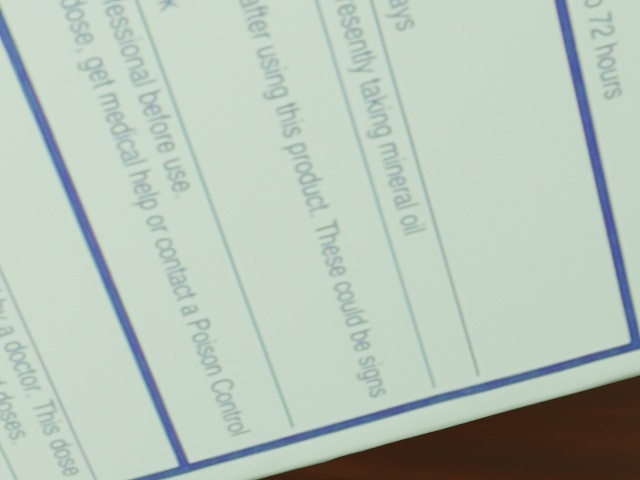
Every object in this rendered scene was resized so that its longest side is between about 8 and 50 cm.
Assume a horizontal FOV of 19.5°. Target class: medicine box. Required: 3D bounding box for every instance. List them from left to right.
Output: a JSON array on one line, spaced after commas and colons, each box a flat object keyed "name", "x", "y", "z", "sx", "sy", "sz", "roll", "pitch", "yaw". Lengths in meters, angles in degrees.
[{"name": "medicine box", "x": -0.023, "y": -0.092, "z": 0.431, "sx": 0.289, "sy": 0.149, "sz": 0.263, "roll": -16, "pitch": 124, "yaw": 3}]
